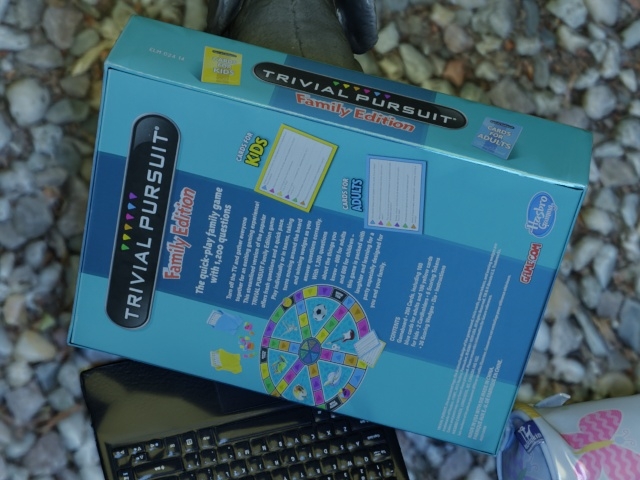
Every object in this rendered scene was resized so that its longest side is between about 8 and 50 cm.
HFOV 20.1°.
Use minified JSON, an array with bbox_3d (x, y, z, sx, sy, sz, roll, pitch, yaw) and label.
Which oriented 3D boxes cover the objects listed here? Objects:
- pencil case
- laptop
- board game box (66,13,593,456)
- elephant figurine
[{"bbox_3d":[0.274,0.163,1.417,0.273,0.113,0.124,-8,35,-16],"label":"pencil case"},{"bbox_3d":[-0.028,0.180,1.322,0.234,0.136,0.264,-11,73,-18],"label":"laptop"},{"bbox_3d":[0.000,0.000,1.304,0.336,0.254,0.079,15,36,2],"label":"board game box"},{"bbox_3d":[-0.030,-0.189,1.429,0.169,0.186,0.239,10,78,-47],"label":"elephant figurine"}]
